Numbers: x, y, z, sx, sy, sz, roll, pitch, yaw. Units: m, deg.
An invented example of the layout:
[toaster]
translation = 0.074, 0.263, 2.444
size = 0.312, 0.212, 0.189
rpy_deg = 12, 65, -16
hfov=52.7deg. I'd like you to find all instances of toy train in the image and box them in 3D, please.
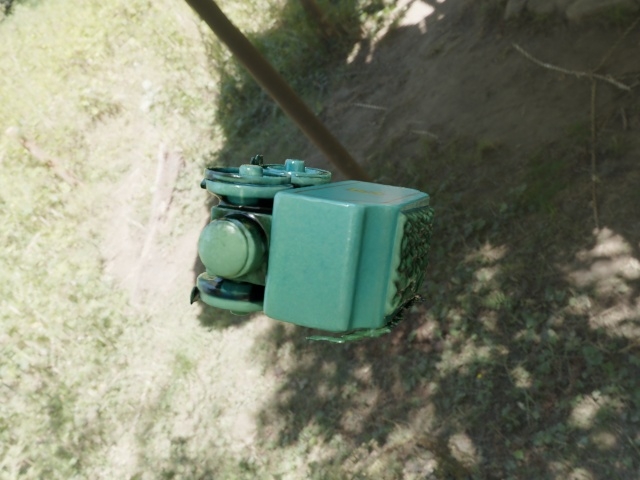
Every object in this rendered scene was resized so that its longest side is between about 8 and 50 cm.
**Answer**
[toy train]
translation = 0.000, 0.000, 0.503
size = 0.163, 0.112, 0.203
rpy_deg = 10, 13, 18
